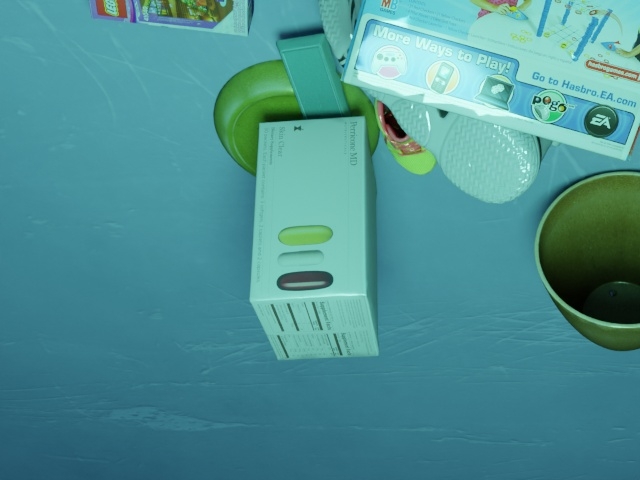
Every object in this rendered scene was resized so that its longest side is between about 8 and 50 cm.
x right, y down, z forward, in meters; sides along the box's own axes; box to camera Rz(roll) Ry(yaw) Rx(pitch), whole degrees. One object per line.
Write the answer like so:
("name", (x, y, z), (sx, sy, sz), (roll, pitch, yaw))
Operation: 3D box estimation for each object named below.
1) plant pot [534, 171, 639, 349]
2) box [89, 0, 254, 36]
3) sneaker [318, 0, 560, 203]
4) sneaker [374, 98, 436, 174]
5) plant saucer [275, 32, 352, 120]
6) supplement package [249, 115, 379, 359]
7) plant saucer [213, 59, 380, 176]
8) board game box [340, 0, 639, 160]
("plant pot", (0.445, 0.063, 1.378), (0.237, 0.237, 0.254), (-5, 153, 15))
("box", (-0.177, -0.378, 1.075), (0.200, 0.057, 0.293), (7, 140, 1))
("sneaker", (0.160, -0.224, 1.144), (0.366, 0.210, 0.137), (51, 132, 4))
("sneaker", (0.111, -0.153, 1.259), (0.081, 0.094, 0.208), (-9, 138, 17))
("plant saucer", (-0.001, -0.188, 1.241), (0.067, 0.018, 0.192), (-5, 138, 16))
("supplement package", (0.000, 0.000, 1.250), (0.145, 0.262, 0.204), (-3, 152, 7))
("plant saucer", (-0.037, -0.150, 1.332), (0.240, 0.037, 0.241), (5, 140, 5))
("board game box", (0.207, -0.269, 0.942), (0.308, 0.086, 0.302), (16, 106, -1))
